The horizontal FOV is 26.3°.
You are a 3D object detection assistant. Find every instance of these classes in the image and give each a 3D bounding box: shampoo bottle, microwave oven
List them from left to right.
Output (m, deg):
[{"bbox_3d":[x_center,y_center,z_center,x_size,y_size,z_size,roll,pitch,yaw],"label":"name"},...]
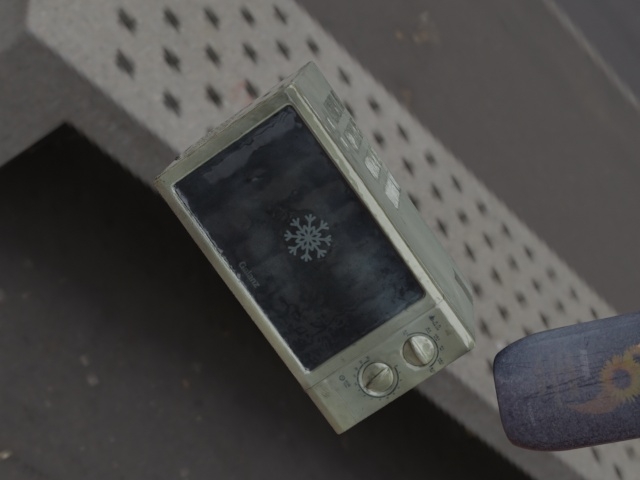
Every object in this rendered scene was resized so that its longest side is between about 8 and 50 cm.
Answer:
[{"bbox_3d":[0.000,0.000,1.090,0.240,0.145,0.194,54,9,-8],"label":"microwave oven"},{"bbox_3d":[0.236,0.089,0.941,0.049,0.233,0.087,14,65,-61],"label":"shampoo bottle"}]
